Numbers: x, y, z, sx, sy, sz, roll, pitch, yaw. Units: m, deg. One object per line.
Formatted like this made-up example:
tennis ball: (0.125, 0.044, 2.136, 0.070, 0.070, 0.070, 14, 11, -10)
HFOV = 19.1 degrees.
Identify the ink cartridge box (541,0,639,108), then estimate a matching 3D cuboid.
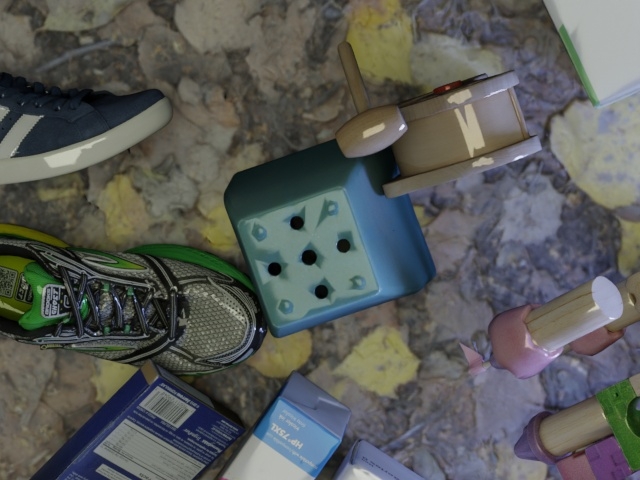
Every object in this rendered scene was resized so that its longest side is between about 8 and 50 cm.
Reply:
ink cartridge box: (0.259, -0.213, 1.757, 0.093, 0.212, 0.154, -25, 95, 12)

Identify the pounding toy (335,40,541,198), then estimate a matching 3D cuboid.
pounding toy: (0.113, -0.133, 1.756, 0.154, 0.269, 0.154, -18, 95, 17)

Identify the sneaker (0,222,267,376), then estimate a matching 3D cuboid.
sneaker: (-0.222, 0.069, 1.878, 0.344, 0.146, 0.134, 7, 98, 4)

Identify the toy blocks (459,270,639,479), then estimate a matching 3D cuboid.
toy blocks: (0.295, 0.176, 1.828, 0.260, 0.309, 0.288, -32, 80, 41)

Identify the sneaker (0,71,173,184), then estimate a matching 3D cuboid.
sneaker: (-0.324, -0.130, 1.870, 0.350, 0.131, 0.148, -12, 100, 8)

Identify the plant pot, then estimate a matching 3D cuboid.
plant pot: (0.000, 0.000, 1.801, 0.166, 0.234, 0.165, -19, 95, 9)

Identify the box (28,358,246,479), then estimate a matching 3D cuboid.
box: (-0.199, 0.232, 1.914, 0.225, 0.036, 0.136, -46, 130, 8)

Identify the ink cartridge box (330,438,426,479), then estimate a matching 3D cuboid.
ink cartridge box: (0.045, 0.368, 1.903, 0.198, 0.115, 0.272, 33, 100, 1)

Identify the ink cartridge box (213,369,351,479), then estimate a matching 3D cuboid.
ink cartridge box: (-0.068, 0.252, 1.890, 0.078, 0.134, 0.231, 36, 99, 0)
